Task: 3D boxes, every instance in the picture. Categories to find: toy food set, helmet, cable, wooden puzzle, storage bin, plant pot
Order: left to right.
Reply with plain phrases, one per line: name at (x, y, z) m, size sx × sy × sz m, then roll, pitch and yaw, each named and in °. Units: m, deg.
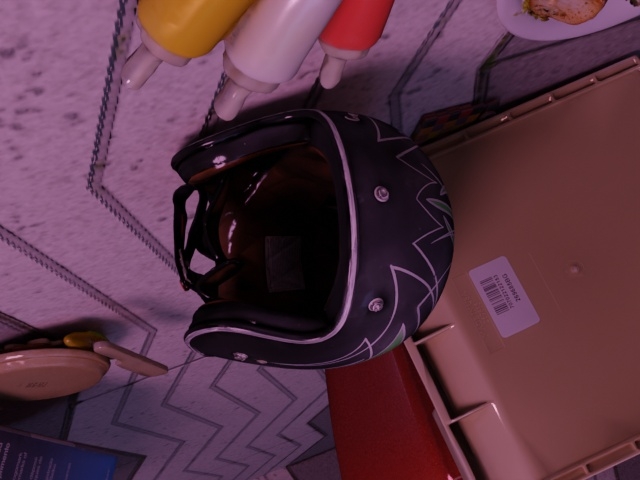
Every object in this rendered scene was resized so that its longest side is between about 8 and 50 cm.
toy food set at (-0.241, 0.105, 0.754) m, size 0.192 × 0.039 × 0.132 m, roll -15°, pitch 158°, yaw 9°
helmet at (0.000, 0.000, 0.533) m, size 0.161 × 0.170 × 0.169 m, roll -10°, pitch 164°, yaw 11°
cable at (0.029, -0.145, 0.294) m, size 0.139 × 0.072 × 0.287 m, roll -9°, pitch 157°, yaw -32°
wooden puzzle at (0.092, -0.083, 0.654) m, size 0.083 × 0.006 × 0.049 m, roll -17°, pitch 161°, yaw -19°
plant pot at (0.143, 0.123, 0.931) m, size 0.267 × 0.236 × 0.267 m, roll -15°, pitch 159°, yaw -23°
storage bin at (0.182, 0.038, 0.674) m, size 0.260 × 0.262 × 0.123 m, roll -24°, pitch 163°, yaw -4°

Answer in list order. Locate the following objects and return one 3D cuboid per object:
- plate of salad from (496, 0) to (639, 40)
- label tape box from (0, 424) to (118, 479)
plate of salad at (0.191, -0.164, 0.480) m, size 0.199 × 0.048 × 0.200 m, roll -20°, pitch 161°, yaw -7°
label tape box at (-0.327, 0.275, 0.746) m, size 0.115 × 0.249 × 0.348 m, roll 6°, pitch 163°, yaw 21°
